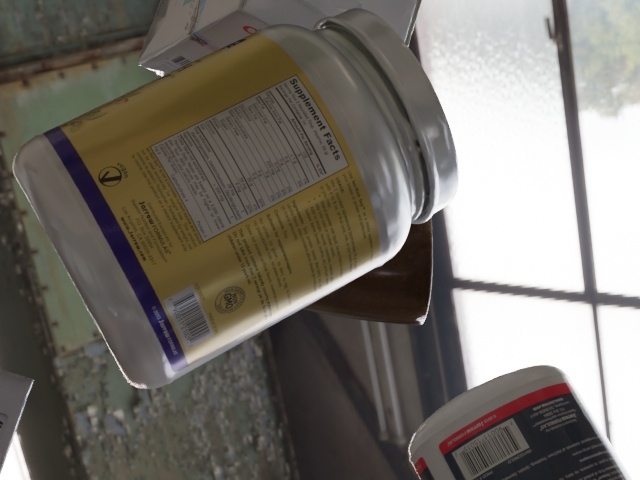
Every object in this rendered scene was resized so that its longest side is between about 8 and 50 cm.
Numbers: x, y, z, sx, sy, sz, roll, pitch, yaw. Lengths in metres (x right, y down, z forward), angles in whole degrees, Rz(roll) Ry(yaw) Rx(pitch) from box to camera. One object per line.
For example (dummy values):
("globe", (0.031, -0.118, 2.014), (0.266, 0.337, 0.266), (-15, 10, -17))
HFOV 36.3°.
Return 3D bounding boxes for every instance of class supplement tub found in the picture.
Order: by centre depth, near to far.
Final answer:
("supplement tub", (-0.071, -0.045, 0.865), (0.331, 0.241, 0.241), (-29, -160, -14))
("supplement tub", (0.225, 0.280, 0.976), (0.191, 0.272, 0.191), (-22, 155, -11))

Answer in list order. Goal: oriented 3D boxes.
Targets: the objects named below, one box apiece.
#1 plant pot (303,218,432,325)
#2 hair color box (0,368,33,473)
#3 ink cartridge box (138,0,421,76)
("plant pot", (0.000, 0.000, 1.167), (0.231, 0.215, 0.215), (-2, -165, -6))
("hair color box", (-0.514, 0.190, 1.062), (0.347, 0.173, 0.105), (21, 146, -14))
("ink cartridge box", (-0.042, -0.267, 1.108), (0.198, 0.197, 0.270), (25, 165, -29))
